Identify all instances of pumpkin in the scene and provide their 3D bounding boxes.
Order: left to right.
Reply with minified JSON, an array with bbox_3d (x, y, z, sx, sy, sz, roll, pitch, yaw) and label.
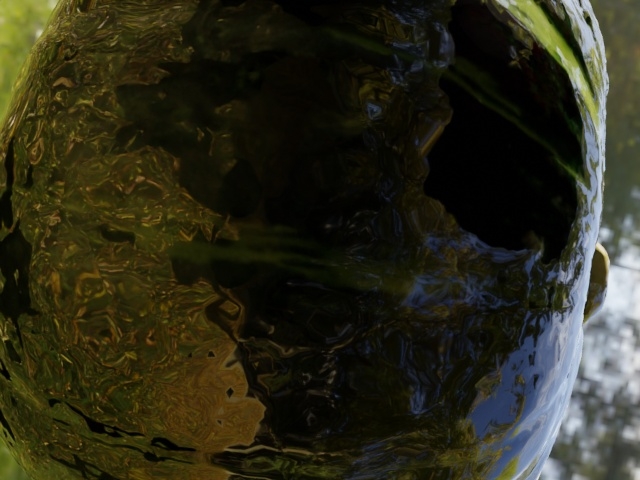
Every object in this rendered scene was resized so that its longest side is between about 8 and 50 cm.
[{"bbox_3d":[0.000,0.000,0.673,0.323,0.241,0.323,10,90,-74],"label":"pumpkin"}]
